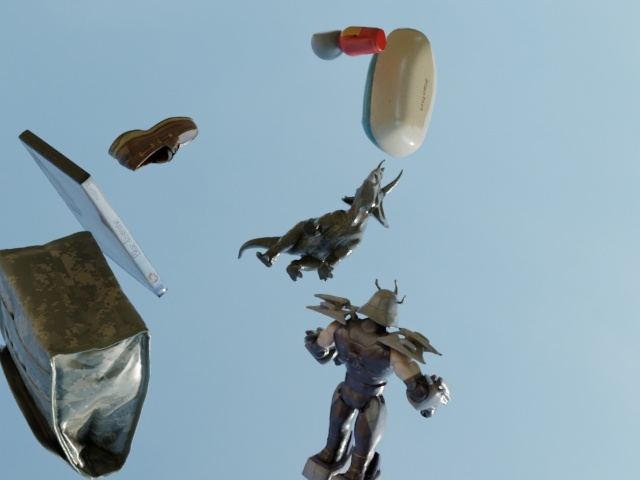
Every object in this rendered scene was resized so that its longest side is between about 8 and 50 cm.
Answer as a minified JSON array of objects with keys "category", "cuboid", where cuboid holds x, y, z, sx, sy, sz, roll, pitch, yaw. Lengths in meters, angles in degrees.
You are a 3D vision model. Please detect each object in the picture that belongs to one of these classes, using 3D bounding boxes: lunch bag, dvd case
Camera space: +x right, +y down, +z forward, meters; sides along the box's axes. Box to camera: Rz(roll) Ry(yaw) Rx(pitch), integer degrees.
[{"category":"lunch bag","cuboid":[-0.352,0.172,1.630,0.169,0.287,0.235,-15,-136,-26]},{"category":"dvd case","cuboid":[-0.323,-0.037,1.659,0.022,0.253,0.180,-44,-133,-16]}]

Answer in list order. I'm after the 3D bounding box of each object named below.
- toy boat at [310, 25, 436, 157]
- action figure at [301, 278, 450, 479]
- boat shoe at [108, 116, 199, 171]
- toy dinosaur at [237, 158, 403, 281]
[{"category":"toy boat","cuboid":[0.111,-0.325,2.265,0.148,0.318,0.268,2,-112,32]},{"category":"action figure","cuboid":[0.045,0.174,1.274,0.099,0.285,0.185,-1,-159,-43]},{"category":"boat shoe","cuboid":[-0.254,-0.148,1.837,0.060,0.064,0.178,48,-141,14]},{"category":"toy dinosaur","cuboid":[0.000,0.000,1.867,0.160,0.313,0.121,-30,-91,-49]}]
